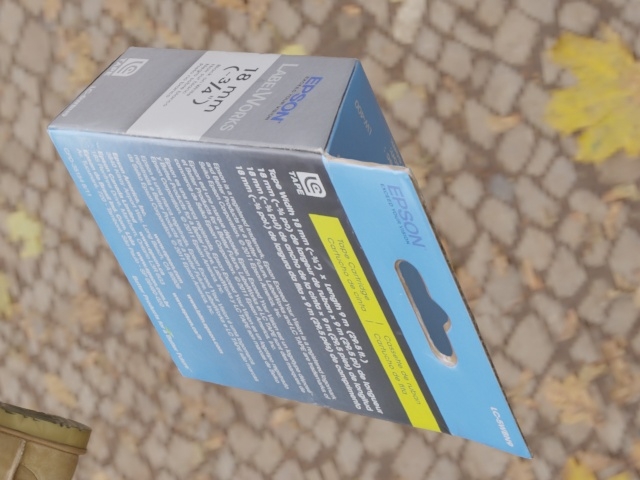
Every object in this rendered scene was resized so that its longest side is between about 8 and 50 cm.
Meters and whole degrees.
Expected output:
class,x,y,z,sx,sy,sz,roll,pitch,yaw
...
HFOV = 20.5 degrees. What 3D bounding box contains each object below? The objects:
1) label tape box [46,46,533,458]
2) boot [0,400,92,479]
class,x,y,z,sx,sy,sz,roll,pitch,yaw
label tape box,0.000,0.000,1.192,0.334,0.106,0.240,9,135,42
boot,-0.340,0.268,1.565,0.089,0.236,0.269,-174,102,-74
